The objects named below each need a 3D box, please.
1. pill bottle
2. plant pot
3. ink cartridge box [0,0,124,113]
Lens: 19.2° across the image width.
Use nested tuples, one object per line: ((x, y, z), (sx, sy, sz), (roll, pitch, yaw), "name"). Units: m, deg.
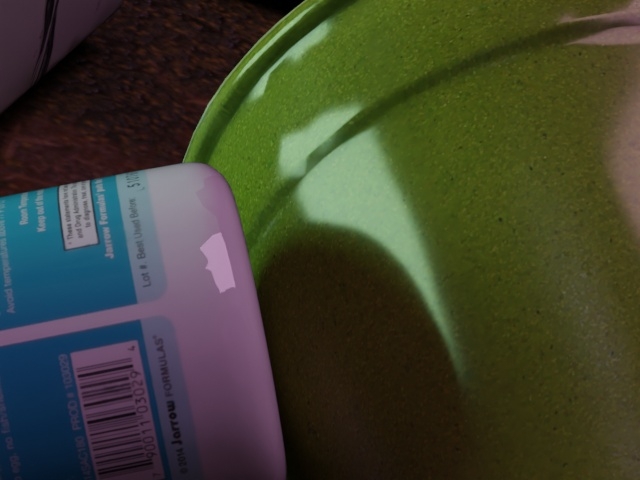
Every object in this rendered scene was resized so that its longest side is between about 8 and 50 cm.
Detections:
((-0.153, 0.061, 0.751), (0.264, 0.146, 0.146), (-10, 36, -5), "pill bottle")
((0.139, 0.101, 0.832), (0.366, 0.366, 0.353), (10, 45, -24), "plant pot")
((-0.292, -0.190, 1.104), (0.285, 0.166, 0.395), (21, 29, 7), "ink cartridge box")
